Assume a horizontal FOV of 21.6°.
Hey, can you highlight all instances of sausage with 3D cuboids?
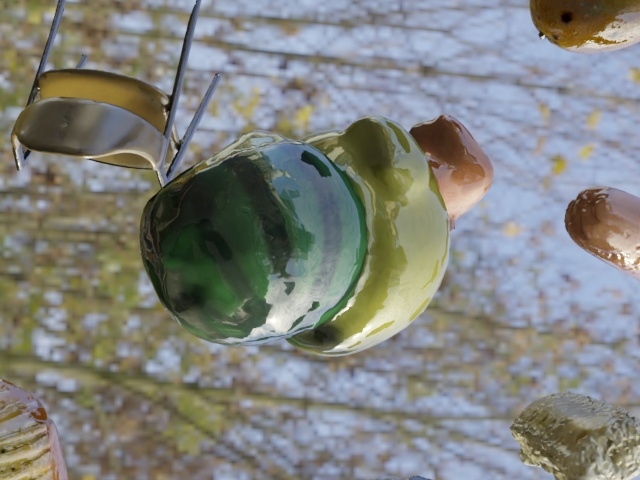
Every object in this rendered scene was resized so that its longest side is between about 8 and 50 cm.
[{"bbox_3d":[0.392,0.019,1.870,0.086,0.289,0.086,-41,-144,39],"label":"sausage"}]

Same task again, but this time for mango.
[{"bbox_3d":[0.319,-0.267,1.848,0.090,0.178,0.115,-97,174,-87],"label":"mango"}]

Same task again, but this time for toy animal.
[{"bbox_3d":[0.000,0.003,1.440,0.216,0.338,0.191,-36,-108,36],"label":"toy animal"}]

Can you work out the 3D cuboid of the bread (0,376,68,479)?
[{"bbox_3d":[-0.279,0.245,1.313,0.204,0.156,0.288,-1,-83,33],"label":"bread"}]

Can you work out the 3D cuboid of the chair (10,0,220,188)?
[{"bbox_3d":[-0.215,-0.135,1.699,0.172,0.158,0.247,84,18,-56],"label":"chair"}]

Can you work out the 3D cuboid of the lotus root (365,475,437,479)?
[{"bbox_3d":[0.001,0.351,1.755,0.314,0.142,0.210,-63,174,28],"label":"lotus root"}]

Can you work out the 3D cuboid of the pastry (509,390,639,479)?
[{"bbox_3d":[0.294,0.227,1.901,0.258,0.121,0.089,-140,-148,-80],"label":"pastry"}]
